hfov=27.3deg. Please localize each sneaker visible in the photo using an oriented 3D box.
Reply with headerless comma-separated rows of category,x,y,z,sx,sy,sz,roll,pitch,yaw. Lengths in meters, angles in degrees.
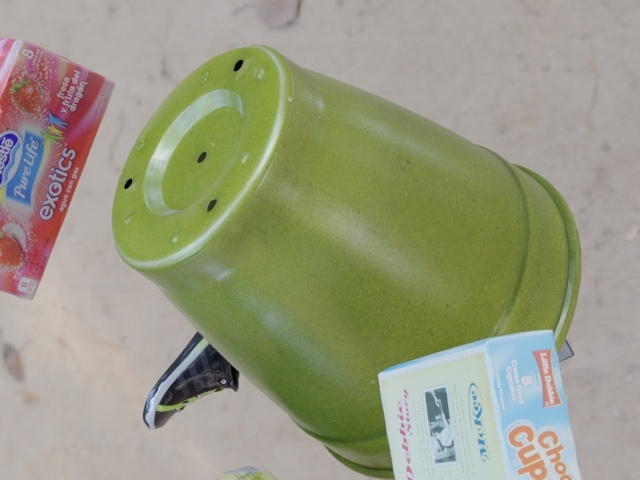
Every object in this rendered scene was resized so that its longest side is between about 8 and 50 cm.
sneaker,-0.170,0.203,1.942,0.097,0.084,0.235,39,102,7

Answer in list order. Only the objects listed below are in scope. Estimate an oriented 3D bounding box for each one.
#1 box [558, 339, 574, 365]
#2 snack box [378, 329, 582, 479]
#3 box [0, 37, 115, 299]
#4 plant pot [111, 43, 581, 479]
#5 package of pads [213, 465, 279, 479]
box,0.204,0.169,1.553,0.186,0.145,0.038,-28,76,2
snack box,0.126,0.236,0.936,0.187,0.060,0.322,151,112,-66
box,-0.401,-0.096,1.670,0.154,0.142,0.300,17,85,52
plant pot,0.000,0.000,1.286,0.366,0.353,0.366,-30,43,33
package of pads,-0.047,0.359,1.337,0.296,0.101,0.229,176,76,-77
